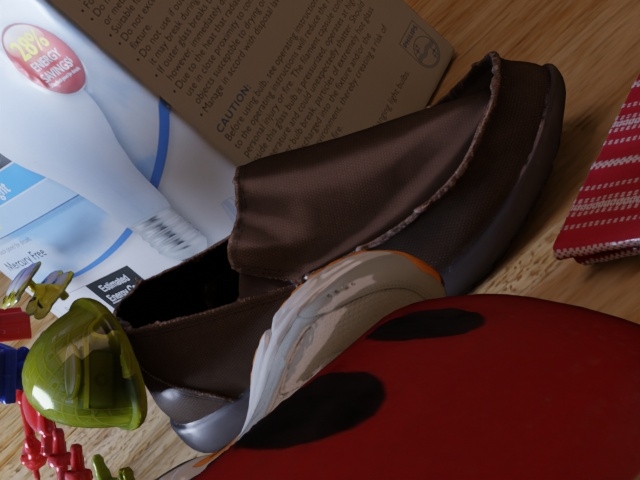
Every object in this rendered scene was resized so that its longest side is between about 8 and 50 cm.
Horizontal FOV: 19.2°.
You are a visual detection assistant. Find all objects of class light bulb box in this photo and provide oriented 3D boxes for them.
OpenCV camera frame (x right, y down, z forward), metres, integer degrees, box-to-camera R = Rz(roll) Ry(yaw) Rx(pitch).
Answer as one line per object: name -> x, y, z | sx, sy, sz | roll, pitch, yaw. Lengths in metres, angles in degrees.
light bulb box -> -0.164, -0.133, 1.460 | 0.358, 0.361, 0.225 | -25, 30, 52

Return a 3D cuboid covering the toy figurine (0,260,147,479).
toy figurine -> -0.266, 0.127, 1.311 | 0.362, 0.217, 0.191 | -170, 75, -69

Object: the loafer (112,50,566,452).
loafer -> 0.000, 0.000, 1.195 | 0.366, 0.130, 0.134 | -41, 21, 24

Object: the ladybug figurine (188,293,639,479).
ladybug figurine -> 0.010, 0.141, 0.656 | 0.305, 0.162, 0.449 | -43, -3, 26

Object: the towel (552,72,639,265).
towel -> 0.245, -0.105, 1.007 | 0.199, 0.031, 0.275 | -13, 42, 57

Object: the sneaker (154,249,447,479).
sneaker -> -0.008, 0.128, 1.054 | 0.262, 0.099, 0.121 | -54, 25, 11
